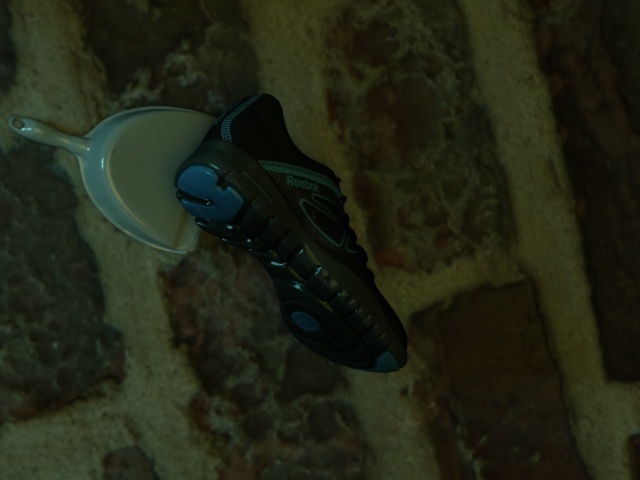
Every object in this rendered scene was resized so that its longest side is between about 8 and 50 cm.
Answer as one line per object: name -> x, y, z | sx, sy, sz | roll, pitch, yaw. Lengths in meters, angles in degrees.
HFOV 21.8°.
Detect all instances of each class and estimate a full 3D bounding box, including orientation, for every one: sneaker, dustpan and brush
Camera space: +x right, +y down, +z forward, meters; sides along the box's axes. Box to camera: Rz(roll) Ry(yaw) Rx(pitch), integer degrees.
sneaker -> 0.000, 0.000, 1.694 | 0.341, 0.125, 0.140 | 53, 50, -30
dustpan and brush -> -0.210, -0.085, 1.667 | 0.211, 0.060, 0.147 | 21, 80, -24
